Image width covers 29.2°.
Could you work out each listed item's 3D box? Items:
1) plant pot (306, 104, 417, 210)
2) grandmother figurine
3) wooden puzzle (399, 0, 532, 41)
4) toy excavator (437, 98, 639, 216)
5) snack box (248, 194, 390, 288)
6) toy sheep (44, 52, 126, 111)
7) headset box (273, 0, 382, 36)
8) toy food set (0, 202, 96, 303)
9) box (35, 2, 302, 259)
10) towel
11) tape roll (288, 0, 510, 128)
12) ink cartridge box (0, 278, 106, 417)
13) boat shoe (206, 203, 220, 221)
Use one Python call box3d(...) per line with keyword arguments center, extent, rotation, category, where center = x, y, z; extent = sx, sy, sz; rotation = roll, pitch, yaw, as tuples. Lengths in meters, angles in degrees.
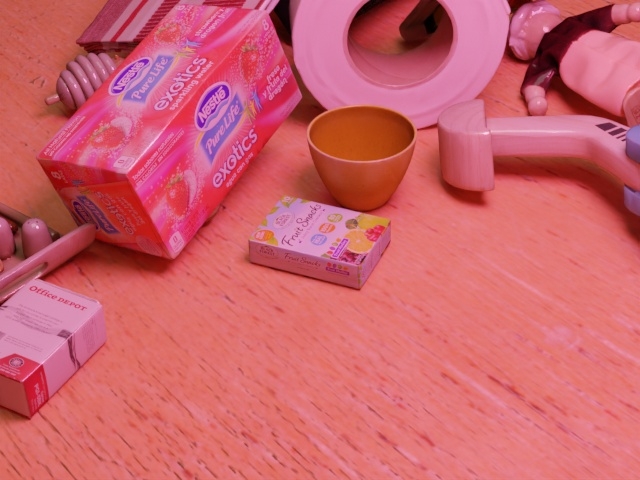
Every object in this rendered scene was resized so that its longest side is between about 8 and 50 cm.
box3d(center=(0.051, -0.093, 1.515), extent=(0.134, 0.095, 0.134), rotation=(-1, 36, 1), category="plant pot")
box3d(center=(0.362, -0.248, 1.692), extent=(0.208, 0.104, 0.342), rotation=(-35, 35, -3), category="grandmother figurine")
box3d(center=(0.238, -0.350, 1.771), extent=(0.221, 0.044, 0.239), rotation=(-16, -6, -8), category="wooden puzzle")
box3d(center=(0.409, -0.094, 1.448), extent=(0.433, 0.222, 0.445), rotation=(-15, 25, -16), category="toy excavator")
box3d(center=(0.000, 0.000, 1.440), extent=(0.141, 0.037, 0.100), rotation=(13, 38, 20), category="snack box")
box3d(center=(-0.324, -0.219, 1.713), extent=(0.132, 0.091, 0.091), rotation=(-33, 45, -15), category="toy sheep")
box3d(center=(0.013, -0.460, 1.876), extent=(0.283, 0.246, 0.131), rotation=(-37, 5, -38), category="headset box")
box3d(center=(-0.446, -0.015, 1.434), extent=(0.306, 0.092, 0.220), rotation=(24, 43, 31), category="toy food set")
box3d(center=(-0.175, -0.140, 1.479), extent=(0.154, 0.142, 0.300), rotation=(12, 52, 35), category="box")
box3d(center=(-0.170, -0.349, 1.727), extent=(0.329, 0.037, 0.237), rotation=(7, 55, 39), category="towel")
box3d(center=(0.101, -0.288, 1.618), extent=(0.286, 0.286, 0.100), rotation=(-3, 36, -2), category="tape roll")
box3d(center=(-0.303, 0.111, 1.288), extent=(0.099, 0.056, 0.135), rotation=(17, 41, 23), category="ink cartridge box")
box3d(center=(-0.147, -0.071, 1.540), extent=(0.056, 0.048, 0.153), rotation=(-23, 42, 1), category="boat shoe")
